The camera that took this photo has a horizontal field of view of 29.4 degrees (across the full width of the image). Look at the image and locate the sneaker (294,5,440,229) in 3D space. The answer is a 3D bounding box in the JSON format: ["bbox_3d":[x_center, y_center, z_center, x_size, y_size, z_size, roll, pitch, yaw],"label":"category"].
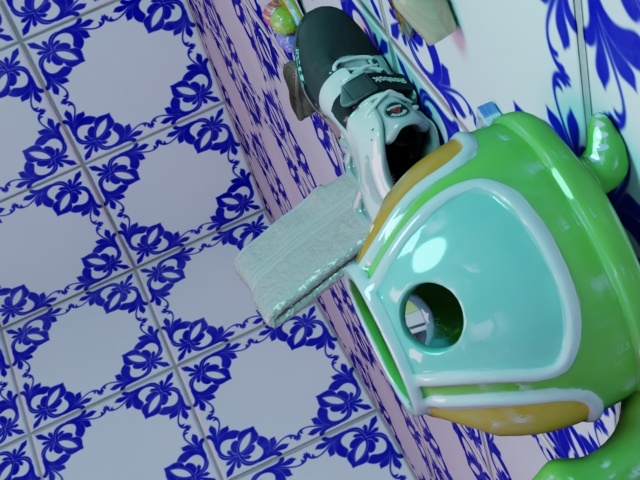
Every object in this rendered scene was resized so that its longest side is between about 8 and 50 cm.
[{"bbox_3d":[0.076,-0.155,1.482,0.330,0.122,0.146,67,155,9],"label":"sneaker"}]

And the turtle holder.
[{"bbox_3d":[0.160,0.066,1.007,0.243,0.227,0.320,-133,20,-69],"label":"turtle holder"}]

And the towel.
[{"bbox_3d":[0.000,0.000,1.877,0.049,0.282,0.187,50,-177,-35],"label":"towel"}]

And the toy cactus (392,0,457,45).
[{"bbox_3d":[0.066,-0.269,1.179,0.180,0.112,0.219,56,167,-9],"label":"toy cactus"}]

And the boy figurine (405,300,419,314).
[{"bbox_3d":[0.118,0.072,2.014,0.285,0.092,0.177,-117,8,-46],"label":"boy figurine"}]

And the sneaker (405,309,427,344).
[{"bbox_3d":[0.175,0.140,1.631,0.321,0.126,0.127,136,115,-82],"label":"sneaker"}]

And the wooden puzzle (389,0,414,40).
[{"bbox_3d":[0.092,-0.254,1.360,0.083,0.006,0.049,96,149,-77],"label":"wooden puzzle"}]

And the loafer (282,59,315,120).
[{"bbox_3d":[-0.030,-0.267,2.122,0.056,0.050,0.148,60,169,25],"label":"loafer"}]

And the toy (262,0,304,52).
[{"bbox_3d":[-0.065,-0.372,1.984,0.137,0.056,0.237,-128,15,-70],"label":"toy"}]

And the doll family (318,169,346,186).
[{"bbox_3d":[0.047,-0.038,1.985,0.076,0.111,0.193,34,-166,-30],"label":"doll family"}]

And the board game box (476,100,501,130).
[{"bbox_3d":[0.184,-0.078,1.211,0.090,0.020,0.090,78,167,-61],"label":"board game box"}]
